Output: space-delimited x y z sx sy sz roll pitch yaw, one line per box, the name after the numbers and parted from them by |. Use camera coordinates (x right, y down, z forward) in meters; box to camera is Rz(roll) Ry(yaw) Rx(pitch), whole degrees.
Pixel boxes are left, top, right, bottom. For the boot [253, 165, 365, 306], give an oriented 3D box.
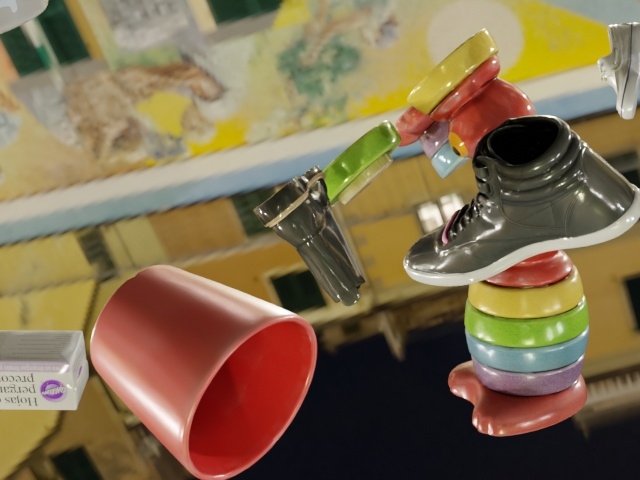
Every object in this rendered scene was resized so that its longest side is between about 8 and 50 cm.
0.000 0.000 1.469 0.077 0.137 0.198 -38 -178 15 | boot

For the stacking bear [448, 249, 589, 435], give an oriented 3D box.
0.245 0.065 1.708 0.164 0.289 0.175 -8 -160 -9 | stacking bear

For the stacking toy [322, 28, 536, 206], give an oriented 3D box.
0.132 -0.098 1.667 0.279 0.130 0.309 -42 176 3 | stacking toy

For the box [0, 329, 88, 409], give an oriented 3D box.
-0.408 0.134 1.451 0.323 0.063 0.067 0 -151 3 | box

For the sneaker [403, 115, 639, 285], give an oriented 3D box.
0.182 -0.047 1.484 0.295 0.147 0.105 -19 -147 40 | sneaker

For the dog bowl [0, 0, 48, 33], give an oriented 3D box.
-0.391 -0.213 1.178 0.348 0.102 0.349 -9 -161 3 | dog bowl

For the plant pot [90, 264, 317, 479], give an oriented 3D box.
-0.182 0.172 2.017 0.243 0.275 0.275 31 -123 29 | plant pot

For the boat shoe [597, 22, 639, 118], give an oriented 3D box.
0.247 -0.142 1.156 0.035 0.035 0.100 3 -122 12 | boat shoe
